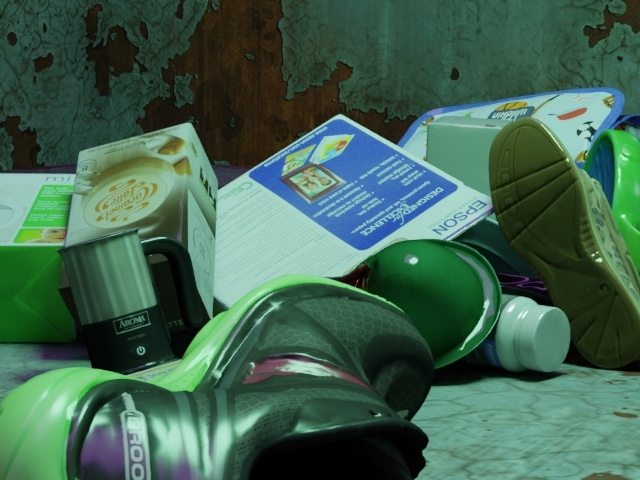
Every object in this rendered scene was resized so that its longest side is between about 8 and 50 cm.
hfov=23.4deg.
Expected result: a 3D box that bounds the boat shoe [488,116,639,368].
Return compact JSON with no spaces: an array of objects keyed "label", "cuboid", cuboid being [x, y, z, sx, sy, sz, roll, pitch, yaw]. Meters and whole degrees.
[{"label":"boat shoe","cuboid":[0.267,0.003,1.640,0.104,0.285,0.089,-29,-14,28]}]

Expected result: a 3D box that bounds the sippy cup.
[{"label":"sippy cup","cuboid":[0.424,0.001,1.833,0.224,0.240,0.305,10,47,-2]}]

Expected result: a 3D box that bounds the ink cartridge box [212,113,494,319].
[{"label":"ink cartridge box","cuboid":[0.000,0.000,1.742,0.303,0.072,0.307,-32,41,-21]}]

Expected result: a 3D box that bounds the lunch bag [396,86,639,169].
[{"label":"lunch bag","cuboid":[0.307,-0.087,2.206,0.328,0.239,0.385,-4,-3,28]}]

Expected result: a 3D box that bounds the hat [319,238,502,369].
[{"label":"hat","cuboid":[0.079,0.013,1.496,0.173,0.183,0.208,-10,43,7]}]

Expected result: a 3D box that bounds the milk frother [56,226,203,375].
[{"label":"milk frother","cuboid":[-0.202,0.061,1.543,0.129,0.135,0.143,-16,3,-40]}]

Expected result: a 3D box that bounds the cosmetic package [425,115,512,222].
[{"label":"cosmetic package","cuboid":[0.184,-0.037,1.964,0.107,0.238,0.127,2,7,13]}]

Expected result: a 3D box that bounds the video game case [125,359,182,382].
[{"label":"video game case","cuboid":[-0.062,0.137,1.436,0.206,0.026,0.227,5,9,32]}]

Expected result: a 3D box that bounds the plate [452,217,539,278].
[{"label":"plate","cuboid":[0.207,0.038,1.805,0.024,0.188,0.188,-50,31,-20]}]

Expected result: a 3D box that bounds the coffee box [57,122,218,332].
[{"label":"coffee box","cuboid":[-0.195,-0.008,1.700,0.141,0.098,0.246,-15,38,9]}]

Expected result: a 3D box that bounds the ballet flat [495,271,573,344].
[{"label":"ballet flat","cuboid":[0.159,0.073,1.699,0.280,0.095,0.096,2,18,14]}]

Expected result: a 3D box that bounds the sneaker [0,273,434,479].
[{"label":"sneaker","cuboid":[-0.025,0.147,0.934,0.202,0.185,0.483,22,17,18]}]

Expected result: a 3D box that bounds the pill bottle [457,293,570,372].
[{"label":"pill bottle","cuboid":[0.181,0.093,1.578,0.137,0.078,0.078,7,10,44]}]

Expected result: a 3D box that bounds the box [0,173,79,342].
[{"label":"box","cuboid":[-0.396,0.018,1.790,0.262,0.127,0.231,0,24,2]}]
